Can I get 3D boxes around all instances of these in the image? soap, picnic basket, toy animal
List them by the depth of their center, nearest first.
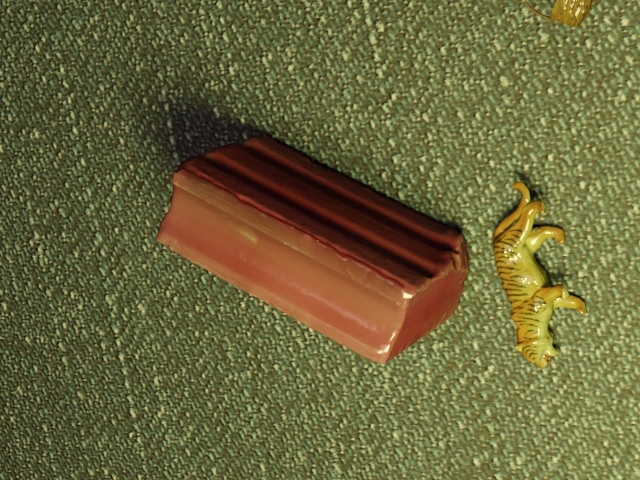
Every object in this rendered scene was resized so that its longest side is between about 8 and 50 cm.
[{"bbox_3d":[0.284,-0.297,1.744,0.083,0.072,0.072,26,114,8],"label":"picnic basket"},{"bbox_3d":[0.268,0.045,1.849,0.099,0.057,0.241,-16,95,32],"label":"toy animal"},{"bbox_3d":[0.000,0.000,1.886,0.360,0.233,0.128,28,116,20],"label":"soap"}]
